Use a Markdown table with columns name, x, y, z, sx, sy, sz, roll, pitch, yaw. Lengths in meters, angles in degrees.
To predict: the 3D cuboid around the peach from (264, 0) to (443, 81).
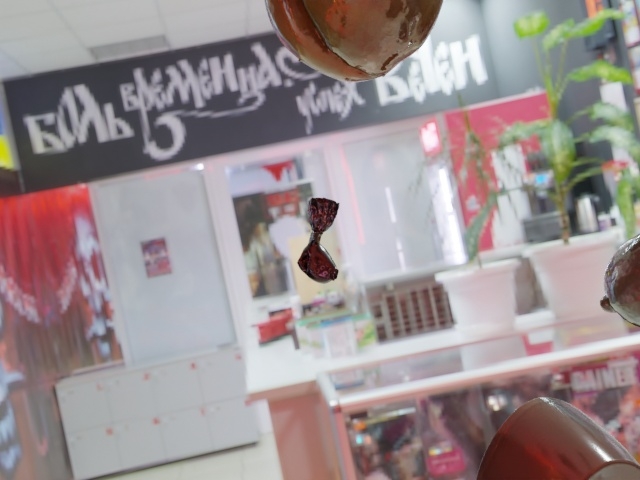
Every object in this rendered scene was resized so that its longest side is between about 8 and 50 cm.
| name | x | y | z | sx | sy | sz | roll | pitch | yaw |
| --- | --- | --- | --- | --- | --- | --- | --- | --- | --- |
| peach | 0.049 | -0.379 | 1.476 | 0.292 | 0.292 | 0.247 | -11 | 18 | 46 |

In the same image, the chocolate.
| name | x | y | z | sx | sy | sz | roll | pitch | yaw |
| --- | --- | --- | --- | --- | --- | --- | --- | --- | --- |
| chocolate | -0.003 | 0.000 | 1.758 | 0.072 | 0.147 | 0.070 | -7 | -27 | 28 |

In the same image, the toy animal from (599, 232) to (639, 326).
| name | x | y | z | sx | sy | sz | roll | pitch | yaw |
| --- | --- | --- | --- | --- | --- | --- | --- | --- | --- |
| toy animal | 0.400 | 0.009 | 1.109 | 0.127 | 0.125 | 0.251 | -51 | -16 | -23 |

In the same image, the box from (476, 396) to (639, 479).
| name | x | y | z | sx | sy | sz | roll | pitch | yaw |
| --- | --- | --- | --- | --- | --- | --- | --- | --- | --- |
| box | 0.488 | 0.483 | 2.024 | 0.301 | 0.301 | 0.216 | -12 | 24 | -27 |
